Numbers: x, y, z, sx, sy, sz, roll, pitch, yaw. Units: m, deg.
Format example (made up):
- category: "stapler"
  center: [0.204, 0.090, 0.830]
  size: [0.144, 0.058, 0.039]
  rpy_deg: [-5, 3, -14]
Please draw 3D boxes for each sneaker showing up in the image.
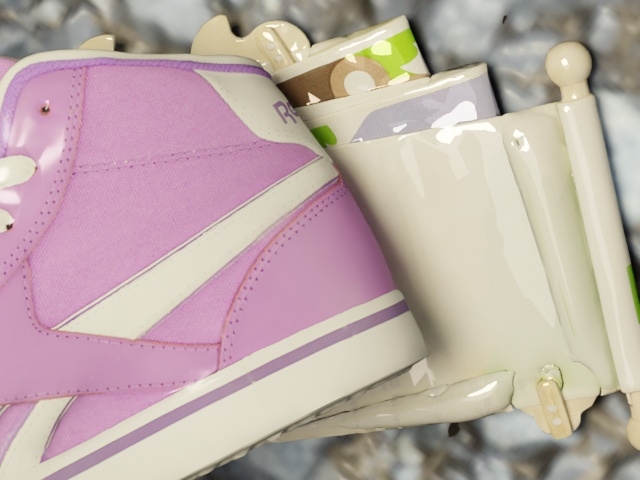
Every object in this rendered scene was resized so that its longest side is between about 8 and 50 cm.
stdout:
- category: "sneaker"
  center: [-0.120, 0.031, 0.654]
  size: [0.282, 0.102, 0.161]
  rpy_deg: [-27, 89, -20]

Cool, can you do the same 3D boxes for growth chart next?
- category: "growth chart"
  center: [0.000, 0.000, 0.718]
  size: [0.237, 0.021, 0.172]
  rpy_deg: [-4, 103, 20]
